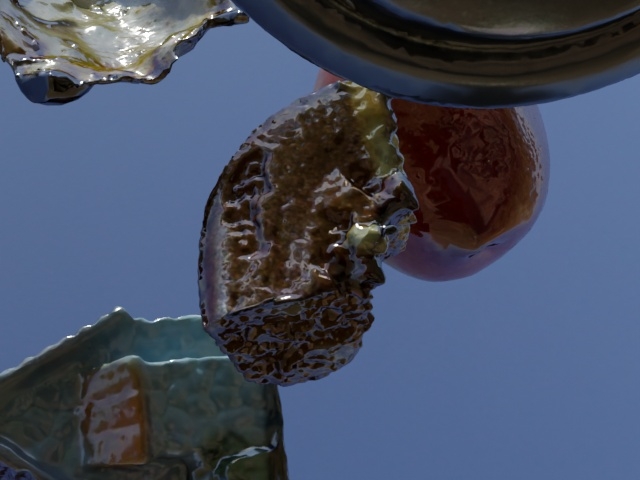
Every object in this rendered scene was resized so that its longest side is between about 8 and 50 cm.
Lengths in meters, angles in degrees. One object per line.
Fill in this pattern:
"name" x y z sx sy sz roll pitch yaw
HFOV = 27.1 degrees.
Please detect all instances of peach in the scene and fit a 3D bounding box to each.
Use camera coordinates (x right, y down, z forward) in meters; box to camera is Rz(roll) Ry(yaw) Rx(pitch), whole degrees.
"peach" 0.131 -0.105 1.579 0.307 0.308 0.332 5 -137 -33

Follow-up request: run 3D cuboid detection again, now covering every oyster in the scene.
"oyster" -0.233 -0.213 1.176 0.221 0.361 0.096 -9 -55 -37

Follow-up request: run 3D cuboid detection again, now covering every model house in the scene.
"model house" -0.238 0.232 1.281 0.339 0.360 0.298 4 -110 -19

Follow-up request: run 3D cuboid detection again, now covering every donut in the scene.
"donut" -0.004 -0.008 0.884 0.126 0.144 0.187 73 -171 -52

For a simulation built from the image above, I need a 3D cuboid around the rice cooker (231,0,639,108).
"rice cooker" 0.045 -0.194 0.516 0.316 0.316 0.264 -9 -73 -33
